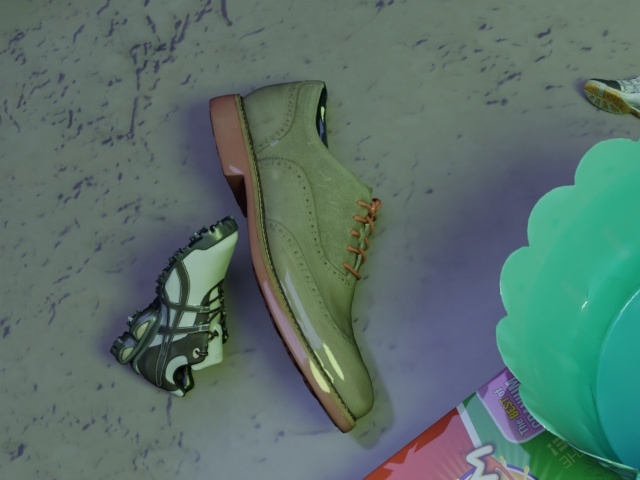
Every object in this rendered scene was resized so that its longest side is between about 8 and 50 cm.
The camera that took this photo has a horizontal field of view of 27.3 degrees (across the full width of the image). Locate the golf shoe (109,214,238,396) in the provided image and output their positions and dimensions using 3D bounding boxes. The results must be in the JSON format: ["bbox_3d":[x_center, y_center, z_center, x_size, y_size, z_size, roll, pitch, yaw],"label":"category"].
[{"bbox_3d":[-0.110,0.062,1.211,0.094,0.077,0.198,41,125,9],"label":"golf shoe"}]

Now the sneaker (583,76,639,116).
[{"bbox_3d":[0.289,-0.138,1.234,0.083,0.032,0.037,19,65,13],"label":"sneaker"}]

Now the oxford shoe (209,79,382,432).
[{"bbox_3d":[0.000,0.000,1.208,0.130,0.123,0.348,-19,71,1],"label":"oxford shoe"}]

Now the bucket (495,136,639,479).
[{"bbox_3d":[0.288,0.066,0.980,0.281,0.183,0.281,-17,56,26],"label":"bucket"}]

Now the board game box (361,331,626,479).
[{"bbox_3d":[0.176,0.248,1.110,0.316,0.064,0.242,-38,69,-4],"label":"board game box"}]
